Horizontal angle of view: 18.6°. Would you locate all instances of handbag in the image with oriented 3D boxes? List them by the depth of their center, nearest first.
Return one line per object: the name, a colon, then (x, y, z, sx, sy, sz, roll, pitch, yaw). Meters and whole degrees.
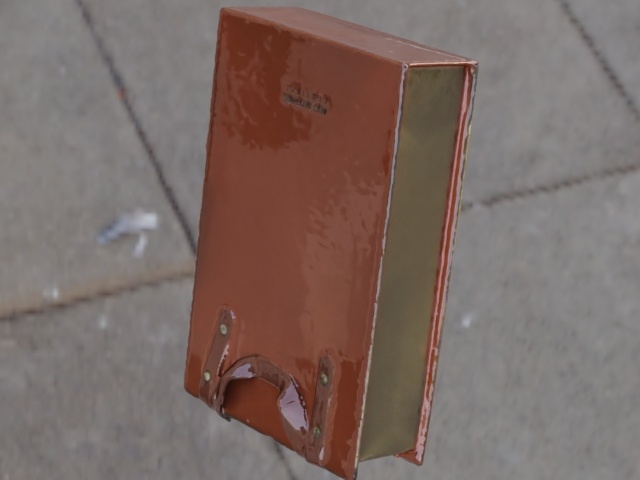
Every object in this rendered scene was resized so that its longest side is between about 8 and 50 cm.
handbag: (0.000, 0.000, 0.868, 0.063, 0.190, 0.127, -8, 22, -40)
